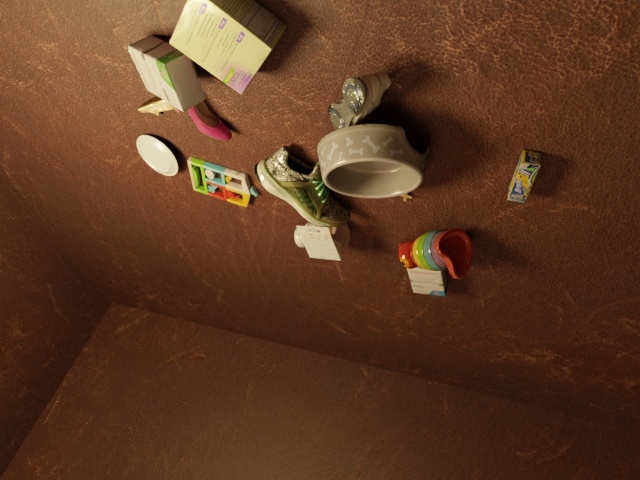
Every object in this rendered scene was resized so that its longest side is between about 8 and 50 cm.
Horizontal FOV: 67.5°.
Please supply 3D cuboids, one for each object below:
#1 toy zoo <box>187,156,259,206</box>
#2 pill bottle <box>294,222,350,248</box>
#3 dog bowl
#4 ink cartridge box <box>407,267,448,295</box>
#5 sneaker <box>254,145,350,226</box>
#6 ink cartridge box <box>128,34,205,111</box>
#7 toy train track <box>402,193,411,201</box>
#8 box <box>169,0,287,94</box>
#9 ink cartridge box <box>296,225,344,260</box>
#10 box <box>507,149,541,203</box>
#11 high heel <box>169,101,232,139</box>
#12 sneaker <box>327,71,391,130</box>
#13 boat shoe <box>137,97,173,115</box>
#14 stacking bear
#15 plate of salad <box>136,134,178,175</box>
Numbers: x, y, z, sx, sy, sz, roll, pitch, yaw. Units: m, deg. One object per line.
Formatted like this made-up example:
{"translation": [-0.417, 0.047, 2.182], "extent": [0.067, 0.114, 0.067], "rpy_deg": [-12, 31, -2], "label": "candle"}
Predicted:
{"translation": [-0.396, -0.232, 1.977], "extent": [0.294, 0.030, 0.192], "rpy_deg": [18, 148, 6], "label": "toy zoo"}
{"translation": [0.004, -0.021, 1.973], "extent": [0.216, 0.121, 0.121], "rpy_deg": [-4, 140, 35], "label": "pill bottle"}
{"translation": [0.161, -0.228, 1.474], "extent": [0.350, 0.102, 0.348], "rpy_deg": [3, 165, 1], "label": "dog bowl"}
{"translation": [0.448, 0.145, 1.996], "extent": [0.140, 0.082, 0.190], "rpy_deg": [5, 143, 24], "label": "ink cartridge box"}
{"translation": [-0.032, -0.195, 1.737], "extent": [0.411, 0.157, 0.182], "rpy_deg": [31, 129, -23], "label": "sneaker"}
{"translation": [-0.470, -0.513, 1.464], "extent": [0.219, 0.093, 0.160], "rpy_deg": [35, 153, 33], "label": "ink cartridge box"}
{"translation": [0.300, -0.172, 1.679], "extent": [0.048, 0.014, 0.083], "rpy_deg": [17, 143, 20], "label": "toy train track"}
{"translation": [-0.256, -0.568, 1.320], "extent": [0.243, 0.117, 0.214], "rpy_deg": [33, 146, -17], "label": "box"}
{"translation": [0.000, 0.000, 1.867], "extent": [0.146, 0.045, 0.179], "rpy_deg": [5, 134, 28], "label": "ink cartridge box"}
{"translation": [0.607, -0.189, 1.430], "extent": [0.054, 0.059, 0.168], "rpy_deg": [12, 147, 13], "label": "box"}
{"translation": [-0.392, -0.443, 1.636], "extent": [0.244, 0.082, 0.117], "rpy_deg": [37, 135, -15], "label": "high heel"}
{"translation": [0.112, -0.384, 1.377], "extent": [0.110, 0.130, 0.297], "rpy_deg": [64, 162, -1], "label": "sneaker"}
{"translation": [-0.577, -0.472, 1.699], "extent": [0.170, 0.063, 0.059], "rpy_deg": [-3, 134, 33], "label": "boat shoe"}
{"translation": [0.409, 0.046, 1.807], "extent": [0.175, 0.164, 0.289], "rpy_deg": [54, 150, -16], "label": "stacking bear"}
{"translation": [-0.657, -0.347, 1.945], "extent": [0.200, 0.048, 0.199], "rpy_deg": [21, 142, 17], "label": "plate of salad"}
